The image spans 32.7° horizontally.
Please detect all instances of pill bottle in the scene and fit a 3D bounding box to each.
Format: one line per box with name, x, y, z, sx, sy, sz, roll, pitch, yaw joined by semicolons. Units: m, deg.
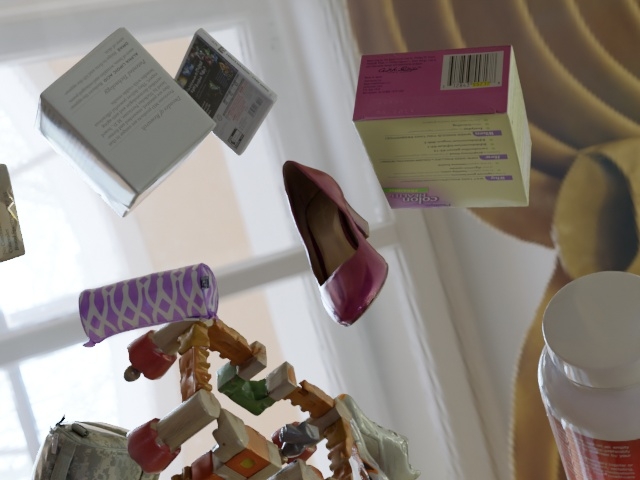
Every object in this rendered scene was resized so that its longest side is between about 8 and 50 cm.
pill bottle;0.448;0.240;1.602;0.229;0.229;0.407;40;-18;45

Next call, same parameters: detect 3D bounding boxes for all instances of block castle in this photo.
block castle;-0.141;0.352;1.931;0.213;0.453;0.303;-38;-146;20

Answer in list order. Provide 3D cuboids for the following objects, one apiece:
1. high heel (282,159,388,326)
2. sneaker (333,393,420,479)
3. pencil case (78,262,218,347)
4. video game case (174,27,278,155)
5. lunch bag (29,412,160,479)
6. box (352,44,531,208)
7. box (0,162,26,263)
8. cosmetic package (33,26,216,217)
high heel;0.000;0.000;1.742;0.181;0.127;0.377;41;13;-18
sneaker;0.115;0.414;2.265;0.262;0.121;0.099;63;-20;-17
pencil case;-0.242;0.092;1.560;0.086;0.206;0.088;41;39;-73
video game case;-0.169;-0.250;1.863;0.173;0.022;0.190;42;-33;0
lunch bag;-0.463;0.496;2.106;0.213;0.256;0.305;17;-93;15
box;0.182;-0.156;1.566;0.243;0.214;0.117;60;33;-56
box;-0.581;-0.006;1.501;0.121;0.311;0.148;7;-68;43
cosmetic package;-0.269;-0.156;1.484;0.183;0.151;0.151;46;-20;-5
